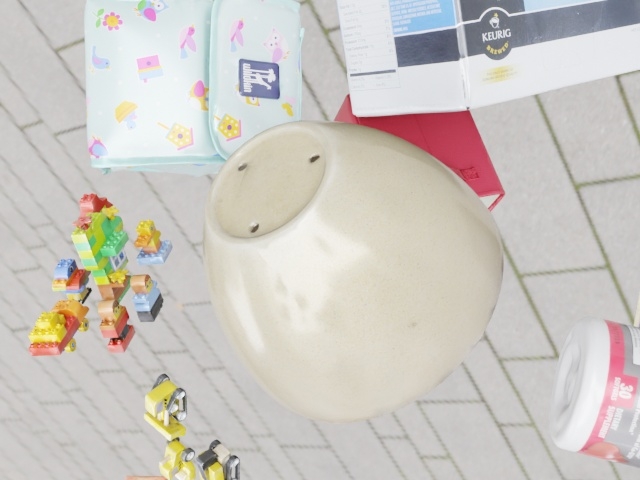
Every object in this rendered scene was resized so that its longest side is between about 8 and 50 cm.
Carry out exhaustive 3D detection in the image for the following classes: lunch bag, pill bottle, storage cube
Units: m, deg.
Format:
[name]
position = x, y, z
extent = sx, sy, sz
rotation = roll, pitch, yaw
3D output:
[lunch bag]
position = -0.150, -0.191, 1.144
extent = 0.263, 0.223, 0.160
rotation = -1, 178, -3
[pill bottle]
position = 0.469, 0.215, 1.176
extent = 0.319, 0.176, 0.176
rotation = 13, 137, 4
[storage cube]
position = 0.122, -0.095, 1.341
extent = 0.215, 0.184, 0.193
rotation = 120, 136, -59

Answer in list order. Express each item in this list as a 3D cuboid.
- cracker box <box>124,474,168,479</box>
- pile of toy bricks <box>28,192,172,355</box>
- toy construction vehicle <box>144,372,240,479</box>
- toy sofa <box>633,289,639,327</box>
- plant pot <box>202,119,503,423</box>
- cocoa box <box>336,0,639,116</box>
[cracker box]
position = -0.183, 0.414, 1.142
extent = 0.067, 0.155, 0.232
rotation = -6, 137, 27
[pile of toy bricks]
position = -0.220, 0.016, 0.927
extent = 0.118, 0.212, 0.105
rotation = -4, 123, 15
[toy construction vehicle]
position = -0.100, 0.160, 0.678
extent = 0.086, 0.035, 0.098
rotation = 35, 137, 30
[toy sofa]
position = 0.612, 0.146, 1.483
extent = 0.150, 0.177, 0.362
rotation = 34, 127, 52
[plant pot]
position = 0.000, 0.000, 0.854
extent = 0.284, 0.284, 0.191
rotation = -4, 146, 34
[cocoa box]
position = 0.222, -0.302, 1.187
extent = 0.231, 0.347, 0.227
rotation = 7, 110, 55
